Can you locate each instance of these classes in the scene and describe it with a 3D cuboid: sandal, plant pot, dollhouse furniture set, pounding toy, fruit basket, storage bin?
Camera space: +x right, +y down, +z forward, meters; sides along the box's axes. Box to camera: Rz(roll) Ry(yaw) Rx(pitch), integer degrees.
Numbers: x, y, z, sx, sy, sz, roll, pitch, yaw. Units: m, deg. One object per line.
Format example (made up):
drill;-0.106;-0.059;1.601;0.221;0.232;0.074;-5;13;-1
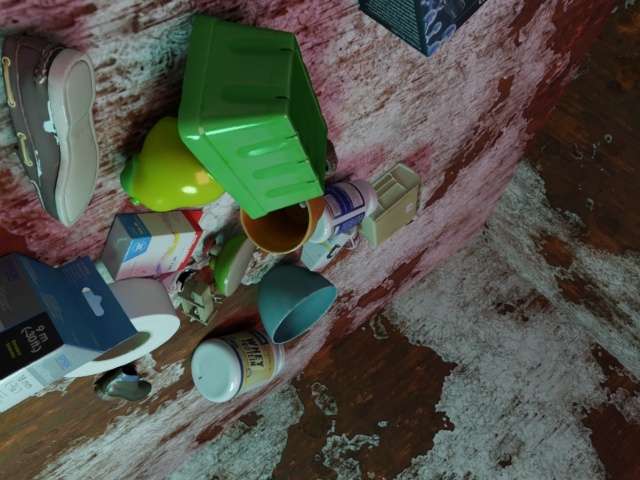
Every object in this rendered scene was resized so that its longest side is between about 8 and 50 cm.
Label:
sandal;0.002;-0.219;1.173;0.086;0.120;0.303;-19;-172;18
plant pot;-0.082;-0.085;1.265;0.205;0.205;0.188;-54;170;25
dollhouse furniture set;-0.337;0.124;1.366;0.161;0.101;0.182;-58;167;-34
pounding toy;-0.261;0.037;1.315;0.237;0.110;0.183;-61;171;-60
fruit basket;-0.192;-0.195;0.893;0.391;0.283;0.392;3;160;1
plant pot;-0.112;0.199;1.674;0.290;0.195;0.290;-35;156;-19
storage bin;0.262;-0.132;1.799;0.260;0.123;0.262;-40;156;-9

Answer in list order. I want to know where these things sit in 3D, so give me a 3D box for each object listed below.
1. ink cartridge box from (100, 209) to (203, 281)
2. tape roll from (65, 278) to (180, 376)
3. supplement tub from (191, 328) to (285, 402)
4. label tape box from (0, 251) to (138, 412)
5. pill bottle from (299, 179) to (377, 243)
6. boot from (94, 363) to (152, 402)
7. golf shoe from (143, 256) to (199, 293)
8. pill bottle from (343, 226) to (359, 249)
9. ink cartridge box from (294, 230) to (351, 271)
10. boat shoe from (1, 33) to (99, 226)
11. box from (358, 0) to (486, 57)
ink cartridge box;-0.368;0.007;1.084;0.231;0.078;0.134;-10;141;-52
tape roll;-0.481;0.205;1.088;0.286;0.100;0.286;-26;160;-10
supplement tub;-0.303;0.463;1.778;0.228;0.228;0.316;-53;155;21
label tape box;-0.548;0.150;0.841;0.333;0.240;0.106;-31;152;-27
pill bottle;0.054;-0.101;1.472;0.264;0.153;0.153;-25;151;-41
boot;-0.593;0.451;1.484;0.106;0.082;0.219;-43;155;8
golf shoe;-0.398;0.108;1.204;0.186;0.086;0.067;-42;158;2
pill bottle;0.104;-0.021;1.781;0.086;0.086;0.152;-40;157;-6
ink cartridge box;0.000;0.000;1.599;0.175;0.127;0.072;-51;153;16
boat shoe;-0.413;-0.153;0.719;0.324;0.096;0.117;117;-11;-45
box;0.201;-0.586;0.812;0.293;0.212;0.395;-45;158;2
